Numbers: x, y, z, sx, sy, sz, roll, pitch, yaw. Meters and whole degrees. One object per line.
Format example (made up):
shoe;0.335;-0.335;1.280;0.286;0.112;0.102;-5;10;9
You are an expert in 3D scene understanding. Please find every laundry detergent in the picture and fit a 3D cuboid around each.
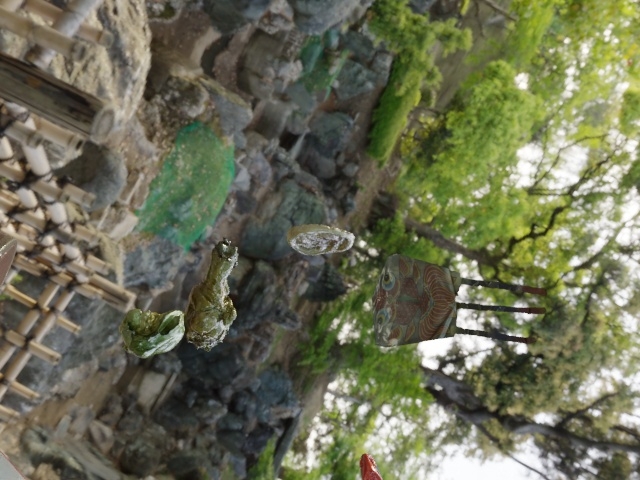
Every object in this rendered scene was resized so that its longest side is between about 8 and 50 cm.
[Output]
laundry detergent;0.117;0.558;1.383;0.165;0.049;0.097;-156;-128;-87

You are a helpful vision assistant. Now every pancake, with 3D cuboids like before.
pancake;0.000;0.000;1.132;0.139;0.139;0.022;113;-20;-64

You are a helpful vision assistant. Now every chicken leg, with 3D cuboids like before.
chicken leg;-0.196;0.108;1.059;0.103;0.088;0.228;-111;-138;-61

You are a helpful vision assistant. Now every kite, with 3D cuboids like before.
kite;0.164;0.086;0.715;0.016;0.229;0.127;20;79;-52

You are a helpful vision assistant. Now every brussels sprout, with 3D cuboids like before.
brussels sprout;-0.355;0.198;1.222;0.139;0.100;0.181;-12;152;-30

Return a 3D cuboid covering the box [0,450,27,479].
box;-0.476;0.487;0.667;0.300;0.312;0.314;-43;177;-3

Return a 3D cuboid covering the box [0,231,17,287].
box;-0.834;0.080;1.237;0.301;0.216;0.301;-56;-166;22

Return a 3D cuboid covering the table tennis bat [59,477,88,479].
table tennis bat;-0.446;0.493;1.069;0.095;0.158;0.014;-54;156;-61
